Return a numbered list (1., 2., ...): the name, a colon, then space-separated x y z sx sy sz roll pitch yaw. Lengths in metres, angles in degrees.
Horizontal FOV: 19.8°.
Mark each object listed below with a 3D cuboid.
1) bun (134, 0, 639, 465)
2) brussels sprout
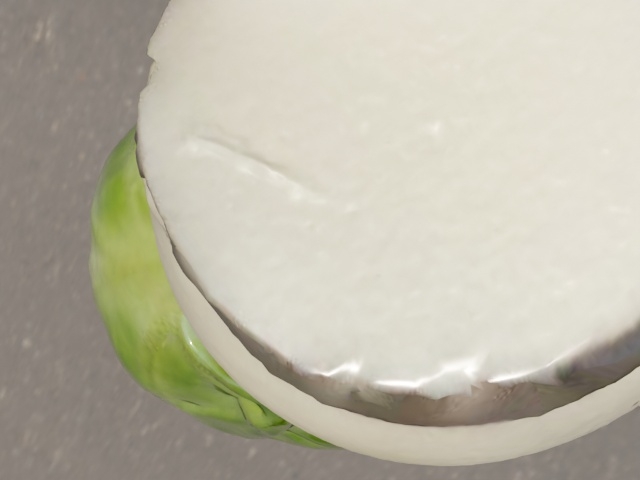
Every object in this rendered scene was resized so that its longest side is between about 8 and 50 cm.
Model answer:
1. bun: 0.037 -0.021 0.516 0.172 0.120 0.173 -1 77 6
2. brussels sprout: 0.000 0.000 0.893 0.244 0.244 0.244 7 64 -15
